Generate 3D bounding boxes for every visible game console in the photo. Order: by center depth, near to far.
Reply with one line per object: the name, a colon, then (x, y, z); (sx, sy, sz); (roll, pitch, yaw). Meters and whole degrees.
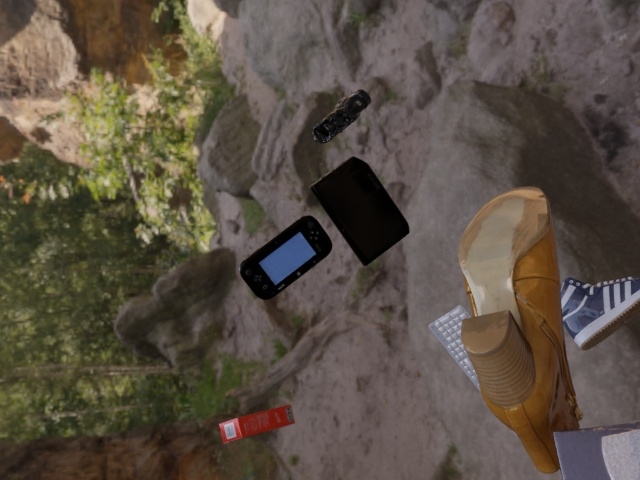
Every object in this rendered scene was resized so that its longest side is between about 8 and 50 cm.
game console: (0.000, 0.000, 1.369); (0.213, 0.361, 0.044); (54, 174, -10)

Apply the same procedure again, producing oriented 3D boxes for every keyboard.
keyboard: (0.295, 0.228, 1.116); (0.072, 0.014, 0.256); (-37, 94, 28)

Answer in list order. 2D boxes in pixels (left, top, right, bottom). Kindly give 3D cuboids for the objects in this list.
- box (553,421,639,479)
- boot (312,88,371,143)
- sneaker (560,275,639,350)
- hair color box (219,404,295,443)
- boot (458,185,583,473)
box: (0.306, 0.289, 0.529); (0.247, 0.163, 0.142); (-85, -25, -45)
boot: (0.027, -0.198, 1.062); (0.045, 0.099, 0.121); (48, 162, -8)
sneaker: (0.691, 0.121, 1.525); (0.282, 0.099, 0.153); (-39, 52, 9)
hair color box: (-0.130, 0.380, 1.325); (0.072, 0.141, 0.043); (-31, 70, 43)
boot: (0.242, 0.096, 0.748); (0.104, 0.211, 0.295); (-12, 36, 34)
